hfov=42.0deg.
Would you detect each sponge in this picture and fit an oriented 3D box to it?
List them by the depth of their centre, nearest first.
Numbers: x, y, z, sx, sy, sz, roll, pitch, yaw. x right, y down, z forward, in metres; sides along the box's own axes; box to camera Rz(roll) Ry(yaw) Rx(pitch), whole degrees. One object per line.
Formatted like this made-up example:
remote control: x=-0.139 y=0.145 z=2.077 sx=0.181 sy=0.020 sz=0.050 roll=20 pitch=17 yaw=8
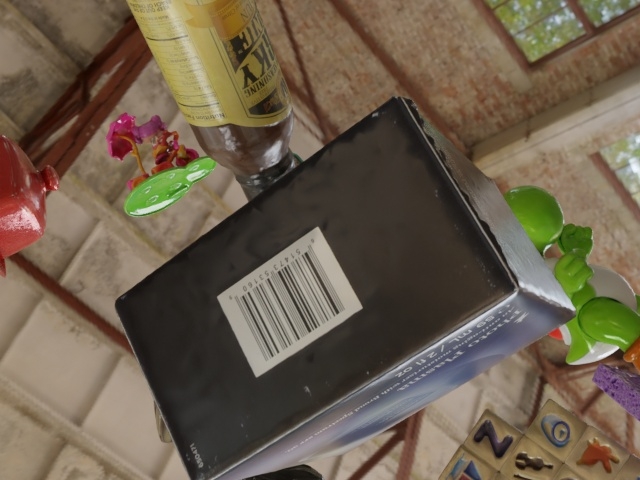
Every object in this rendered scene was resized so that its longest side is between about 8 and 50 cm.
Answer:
sponge: x=0.408 y=0.201 z=0.947 sx=0.117 sy=0.031 sz=0.210 roll=17 pitch=-170 yaw=-11

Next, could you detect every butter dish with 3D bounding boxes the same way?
butter dish: x=-0.385 y=-0.063 z=1.035 sx=0.118 sy=0.160 sz=0.160 roll=-18 pitch=-120 yaw=-11

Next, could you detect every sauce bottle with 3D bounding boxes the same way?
sauce bottle: x=-0.091 y=-0.156 z=0.822 sx=0.111 sy=0.111 sz=0.344 roll=-70 pitch=-32 yaw=-42

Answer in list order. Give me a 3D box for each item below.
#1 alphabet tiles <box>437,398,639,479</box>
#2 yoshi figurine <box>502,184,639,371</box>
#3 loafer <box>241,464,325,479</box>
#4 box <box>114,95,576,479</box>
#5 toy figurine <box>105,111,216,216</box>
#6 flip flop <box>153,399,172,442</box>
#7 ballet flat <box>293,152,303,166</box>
alphabet tiles: x=0.299 y=0.376 z=1.016 sx=0.342 sy=0.285 sz=0.011 roll=34 pitch=-176 yaw=20
yoshi figurine: x=0.379 y=0.036 z=1.240 sx=0.203 sy=0.362 sz=0.204 roll=-49 pitch=-26 yaw=-25
loafer: x=-0.100 y=0.423 z=1.468 sx=0.223 sy=0.076 sz=0.078 roll=10 pitch=-164 yaw=-17
box: x=0.042 y=0.062 z=0.743 sx=0.183 sy=0.296 sz=0.294 roll=61 pitch=-162 yaw=19
toy figurine: x=-0.287 y=-0.152 z=1.402 sx=0.159 sy=0.173 sz=0.130 roll=57 pitch=175 yaw=16
flip flop: x=-0.129 y=0.116 z=0.993 sx=0.080 sy=0.112 sz=0.277 roll=23 pitch=-91 yaw=-21
ballet flat: x=0.000 y=0.000 z=1.791 sx=0.182 sy=0.164 sz=0.483 roll=-32 pitch=-116 yaw=-27
